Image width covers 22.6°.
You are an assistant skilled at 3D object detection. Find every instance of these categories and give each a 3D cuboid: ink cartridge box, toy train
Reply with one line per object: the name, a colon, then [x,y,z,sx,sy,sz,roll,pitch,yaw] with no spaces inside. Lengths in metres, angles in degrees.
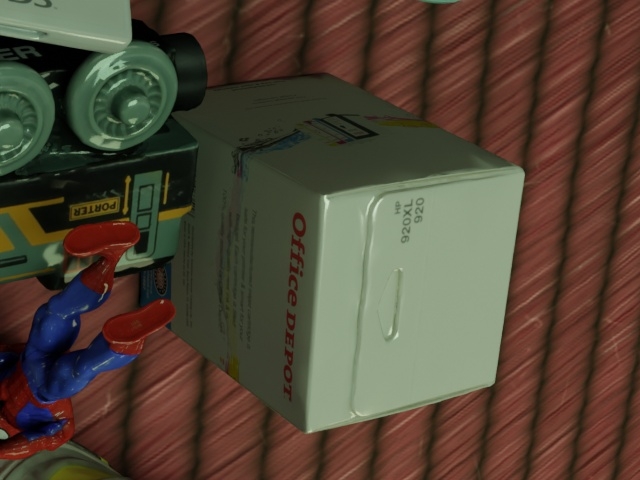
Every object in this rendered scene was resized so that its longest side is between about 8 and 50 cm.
ink cartridge box: [0.000,0.000,1.126,0.168,0.232,0.171,-11,117,-33]
toy train: [-0.225,-0.048,1.008,0.334,0.142,0.190,-13,127,-32]

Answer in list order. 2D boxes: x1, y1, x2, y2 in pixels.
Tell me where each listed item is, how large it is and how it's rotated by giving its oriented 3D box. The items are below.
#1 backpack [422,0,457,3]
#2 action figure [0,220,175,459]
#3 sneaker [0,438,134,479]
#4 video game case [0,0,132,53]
backpack: [0.054,-0.281,1.079,0.253,0.191,0.225,23,94,-46]
action figure: [-0.205,0.087,1.032,0.139,0.091,0.280,-16,164,-28]
sneaker: [-0.106,0.278,1.232,0.384,0.147,0.145,31,89,-42]
video game case: [-0.208,-0.230,0.920,0.206,0.026,0.227,6,71,-37]
